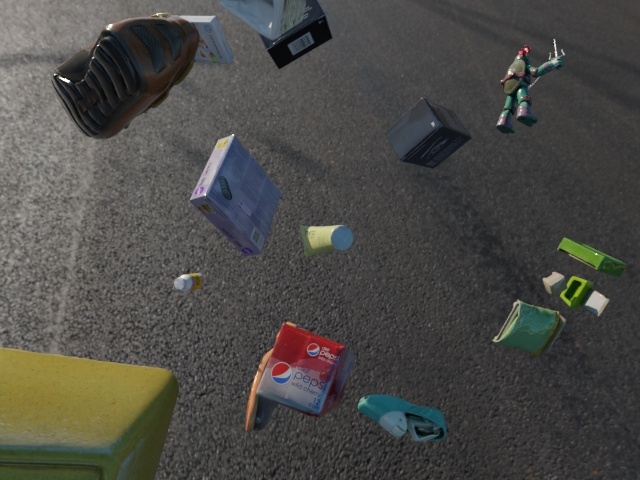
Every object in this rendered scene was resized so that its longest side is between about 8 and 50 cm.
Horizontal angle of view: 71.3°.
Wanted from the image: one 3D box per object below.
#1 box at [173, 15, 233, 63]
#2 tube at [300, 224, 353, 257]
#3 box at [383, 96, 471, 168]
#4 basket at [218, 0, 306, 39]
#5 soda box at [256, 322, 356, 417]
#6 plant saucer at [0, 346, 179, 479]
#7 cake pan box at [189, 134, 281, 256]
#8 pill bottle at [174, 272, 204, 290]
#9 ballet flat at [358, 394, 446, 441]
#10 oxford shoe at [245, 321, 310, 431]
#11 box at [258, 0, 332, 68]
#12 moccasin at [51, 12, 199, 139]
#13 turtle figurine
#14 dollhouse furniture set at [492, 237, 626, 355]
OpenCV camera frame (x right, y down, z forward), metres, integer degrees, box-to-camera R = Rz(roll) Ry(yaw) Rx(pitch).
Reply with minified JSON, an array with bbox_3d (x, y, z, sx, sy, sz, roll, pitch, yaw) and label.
[{"bbox_3d":[-0.382,-0.627,1.395,0.187,0.145,0.038,11,61,21],"label":"box"},{"bbox_3d":[0.000,0.000,1.148,0.062,0.240,0.070,34,75,-20],"label":"tube"},{"bbox_3d":[0.312,-0.303,1.289,0.207,0.153,0.108,0,57,-50],"label":"box"},{"bbox_3d":[-0.116,-0.503,0.888,0.167,0.113,0.103,39,58,12],"label":"basket"},{"bbox_3d":[-0.006,0.187,0.641,0.084,0.263,0.092,19,77,12],"label":"soda box"},{"bbox_3d":[-0.288,0.237,0.287,0.333,0.081,0.332,18,80,-28],"label":"plant saucer"},{"bbox_3d":[-0.224,-0.121,1.264,0.070,0.266,0.245,-9,50,30],"label":"cake pan box"},{"bbox_3d":[-0.343,0.110,1.167,0.044,0.043,0.083,28,10,17],"label":"pill bottle"},{"bbox_3d":[0.211,0.440,1.090,0.248,0.083,0.087,19,27,-20],"label":"ballet flat"},{"bbox_3d":[-0.088,0.353,1.175,0.133,0.129,0.363,18,33,8],"label":"oxford shoe"},{"bbox_3d":[-0.078,-0.532,1.075,0.156,0.093,0.158,-27,75,8],"label":"box"},{"bbox_3d":[-0.317,-0.260,0.710,0.380,0.139,0.147,-9,26,50],"label":"moccasin"},{"bbox_3d":[0.540,-0.411,1.185,0.118,0.175,0.233,17,82,-1],"label":"turtle figurine"},{"bbox_3d":[0.273,0.078,0.505,0.076,0.151,0.058,16,18,-22],"label":"dollhouse furniture set"}]
